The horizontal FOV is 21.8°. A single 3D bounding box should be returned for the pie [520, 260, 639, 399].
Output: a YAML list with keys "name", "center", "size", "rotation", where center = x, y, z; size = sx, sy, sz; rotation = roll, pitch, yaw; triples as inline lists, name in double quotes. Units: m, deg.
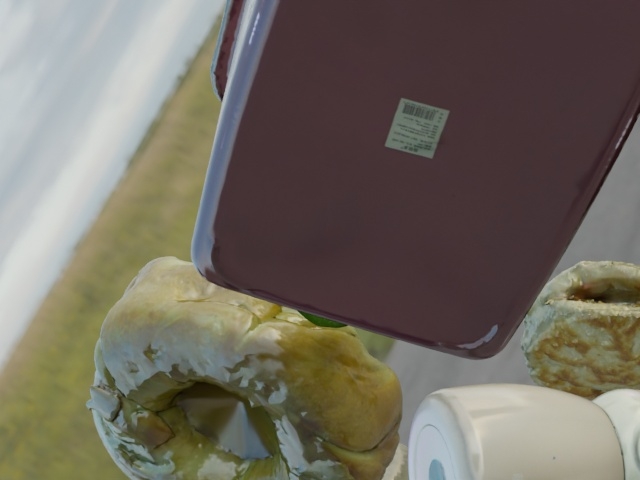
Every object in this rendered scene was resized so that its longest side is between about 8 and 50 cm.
- name: "pie"
  center: [0.307, 0.096, 1.684]
  size: [0.179, 0.205, 0.084]
  rotation: [86, -169, -54]

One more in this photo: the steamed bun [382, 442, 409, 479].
- name: "steamed bun"
  center: [-0.001, 0.445, 1.966]
  size: [0.342, 0.255, 0.367]
  rotation: [-20, 23, 33]

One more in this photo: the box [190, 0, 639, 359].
- name: "box"
  center: [0.050, -0.096, 0.732]
  size: [0.167, 0.193, 0.294]
  rotation: [-76, 4, -47]

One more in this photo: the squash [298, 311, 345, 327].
- name: "squash"
  center: [0.000, 0.000, 1.439]
  size: [0.101, 0.101, 0.378]
  rotation: [-62, -17, -17]

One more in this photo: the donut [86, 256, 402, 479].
- name: "donut"
  center: [-0.087, 0.168, 1.768]
  size: [0.360, 0.360, 0.170]
  rotation: [-56, 1, 45]

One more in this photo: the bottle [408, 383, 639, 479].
- name: "bottle"
  center: [0.203, 0.185, 1.354]
  size: [0.147, 0.237, 0.147]
  rotation: [176, 90, -74]
